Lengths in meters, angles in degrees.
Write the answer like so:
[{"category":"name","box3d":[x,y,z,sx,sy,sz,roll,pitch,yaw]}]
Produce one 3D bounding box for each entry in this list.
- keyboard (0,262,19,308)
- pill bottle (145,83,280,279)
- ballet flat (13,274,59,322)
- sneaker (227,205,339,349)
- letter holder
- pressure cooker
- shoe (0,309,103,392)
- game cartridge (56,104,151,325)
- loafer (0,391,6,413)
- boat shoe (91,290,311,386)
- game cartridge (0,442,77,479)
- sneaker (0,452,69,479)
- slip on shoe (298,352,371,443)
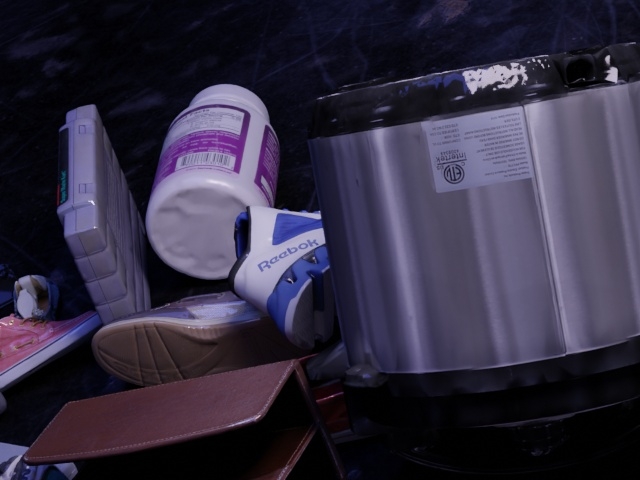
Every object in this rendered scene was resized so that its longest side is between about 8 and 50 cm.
[{"category":"keyboard","box3d":[-0.529,0.097,2.323,0.192,0.038,0.100,-26,54,-6]},{"category":"pill bottle","box3d":[-0.143,-0.093,2.216,0.169,0.169,0.301,-15,32,13]},{"category":"ballet flat","box3d":[-0.400,0.084,2.213,0.070,0.070,0.188,-25,31,-2]},{"category":"sneaker","box3d":[-0.001,0.001,1.923,0.182,0.127,0.315,26,37,30]},{"category":"letter holder","box3d":[-0.161,0.261,1.640,0.302,0.152,0.214,-13,20,26]},{"category":"pressure cooker","box3d":[0.185,0.029,1.603,0.375,0.420,0.370,-14,4,-41]},{"category":"shoe","box3d":[-0.375,0.123,2.098,0.178,0.081,0.063,-32,-7,-3]},{"category":"game cartridge","box3d":[-0.290,-0.014,2.131,0.068,0.230,0.355,-21,31,4]},{"category":"loafer","box3d":[-0.540,0.187,2.113,0.302,0.109,0.095,17,53,43]},{"category":"boat shoe","box3d":[-0.141,0.114,1.971,0.285,0.102,0.092,-9,29,16]},{"category":"game cartridge","box3d":[-0.433,0.350,1.812,0.198,0.062,0.297,-1,38,39]},{"category":"sneaker","box3d":[-0.324,0.364,1.699,0.107,0.110,0.275,-18,45,42]},{"category":"slip on shoe","box3d":[-0.051,0.190,1.790,0.331,0.101,0.123,-19,33,10]}]
